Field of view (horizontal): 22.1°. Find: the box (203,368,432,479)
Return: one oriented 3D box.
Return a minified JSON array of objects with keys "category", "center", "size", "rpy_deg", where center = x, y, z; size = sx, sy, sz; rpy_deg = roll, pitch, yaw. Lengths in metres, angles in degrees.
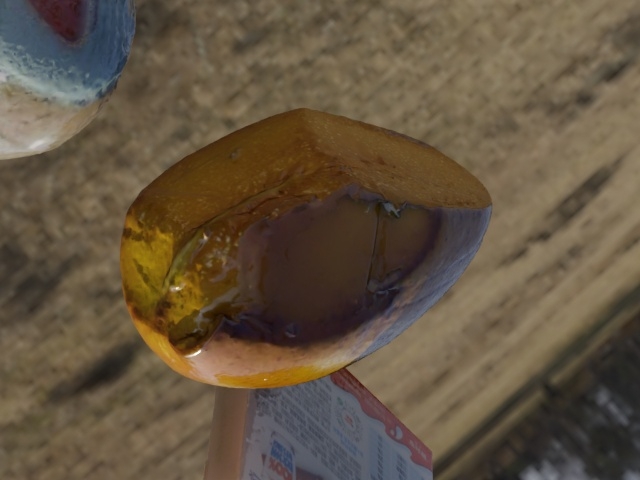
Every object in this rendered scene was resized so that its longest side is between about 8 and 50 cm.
[{"category":"box","center":[0.006,0.213,1.432],"size":[0.048,0.273,0.265],"rpy_deg":[-30,-149,24]}]

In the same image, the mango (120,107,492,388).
[{"category":"mango","center":[0.000,0.000,1.284],"size":[0.350,0.201,0.199],"rpy_deg":[-14,166,-45]}]

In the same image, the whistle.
[{"category":"whistle","center":[-0.230,-0.150,0.961],"size":[0.189,0.189,0.348],"rpy_deg":[-45,153,21]}]
